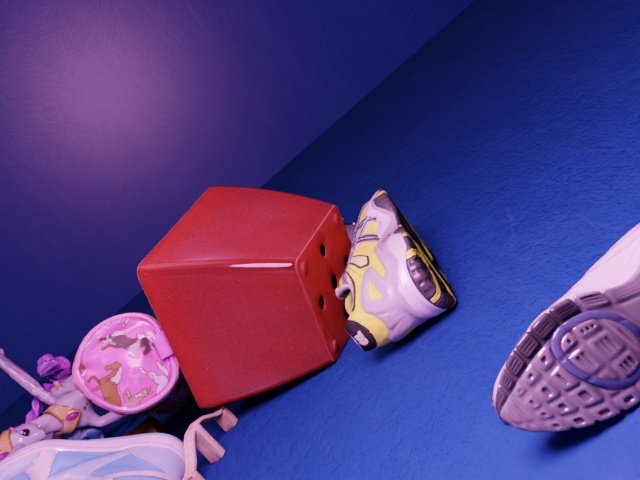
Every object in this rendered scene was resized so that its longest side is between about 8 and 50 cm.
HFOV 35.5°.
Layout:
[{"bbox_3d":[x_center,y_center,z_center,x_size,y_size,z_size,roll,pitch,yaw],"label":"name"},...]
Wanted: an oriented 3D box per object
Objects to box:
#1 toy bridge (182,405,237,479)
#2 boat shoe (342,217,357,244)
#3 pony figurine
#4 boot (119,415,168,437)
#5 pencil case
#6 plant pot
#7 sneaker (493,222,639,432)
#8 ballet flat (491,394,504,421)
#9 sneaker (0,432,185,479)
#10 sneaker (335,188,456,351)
[{"bbox_3d":[-0.171,0.300,1.477,0.026,0.063,0.188,-35,13,22],"label":"toy bridge"},{"bbox_3d":[0.000,0.000,1.793,0.340,0.158,0.127,-29,17,45],"label":"boat shoe"},{"bbox_3d":[-0.541,0.335,2.096,0.363,0.303,0.351,-28,17,-19],"label":"pony figurine"},{"bbox_3d":[-0.334,0.392,1.604,0.220,0.109,0.283,-37,5,-4],"label":"boot"},{"bbox_3d":[-0.294,0.216,1.672,0.167,0.160,0.386,-62,-5,-9],"label":"pencil case"},{"bbox_3d":[-0.078,0.076,1.544,0.235,0.267,0.267,-6,28,27],"label":"plant pot"},{"bbox_3d":[0.273,0.070,0.920,0.297,0.111,0.129,-39,-4,-12],"label":"sneaker"},{"bbox_3d":[0.205,0.129,0.999,0.114,0.041,0.041,-48,14,-31],"label":"ballet flat"},{"bbox_3d":[-0.343,0.371,1.393,0.319,0.127,0.208,-13,19,1],"label":"sneaker"},{"bbox_3d":[0.083,0.035,1.461,0.147,0.145,0.385,-38,11,9],"label":"sneaker"}]
